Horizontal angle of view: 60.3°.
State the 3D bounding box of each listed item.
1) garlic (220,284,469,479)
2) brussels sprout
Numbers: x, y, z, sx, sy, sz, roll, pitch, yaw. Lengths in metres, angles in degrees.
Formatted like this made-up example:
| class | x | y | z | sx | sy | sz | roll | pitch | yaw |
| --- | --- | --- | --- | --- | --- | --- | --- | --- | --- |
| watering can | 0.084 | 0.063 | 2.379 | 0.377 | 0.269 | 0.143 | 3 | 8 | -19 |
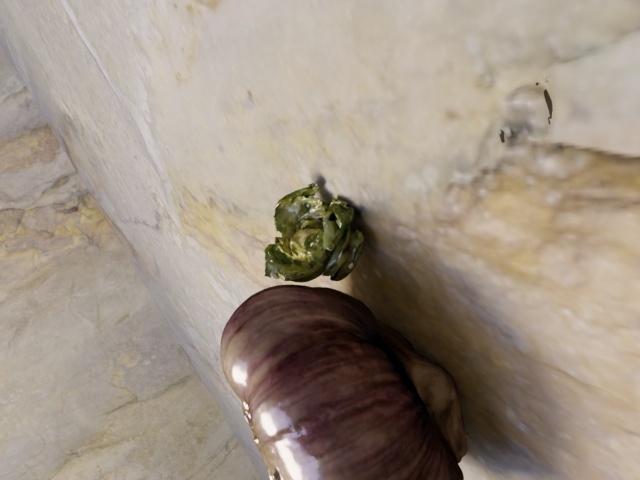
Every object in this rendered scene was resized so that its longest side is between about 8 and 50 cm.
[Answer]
| class | x | y | z | sx | sy | sz | roll | pitch | yaw |
| --- | --- | --- | --- | --- | --- | --- | --- | --- | --- |
| garlic | 0.025 | 0.135 | 0.440 | 0.244 | 0.161 | 0.245 | 60 | 178 | 4 |
| brussels sprout | 0.000 | 0.000 | 0.436 | 0.085 | 0.058 | 0.085 | -17 | 69 | 51 |
